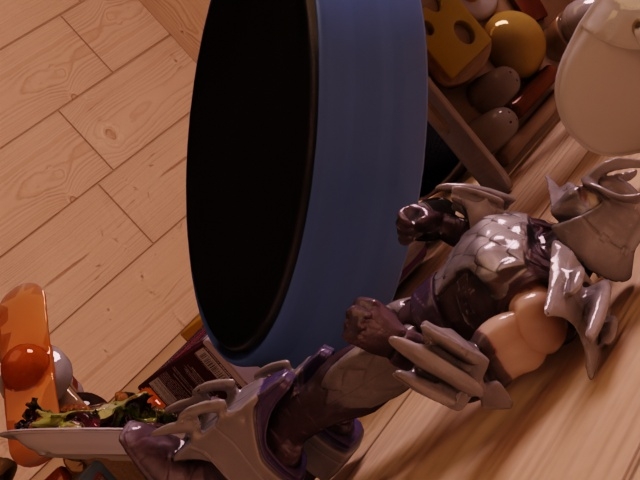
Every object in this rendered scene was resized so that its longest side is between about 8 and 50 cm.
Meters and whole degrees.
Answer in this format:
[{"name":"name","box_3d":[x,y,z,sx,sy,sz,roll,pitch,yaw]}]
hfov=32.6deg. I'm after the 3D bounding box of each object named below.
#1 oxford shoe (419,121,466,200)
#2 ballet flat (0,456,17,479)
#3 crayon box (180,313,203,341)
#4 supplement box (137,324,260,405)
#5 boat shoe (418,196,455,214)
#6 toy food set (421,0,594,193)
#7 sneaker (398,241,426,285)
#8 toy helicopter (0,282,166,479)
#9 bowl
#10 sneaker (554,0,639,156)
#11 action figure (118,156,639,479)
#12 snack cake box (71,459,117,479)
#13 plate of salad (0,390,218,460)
[{"name":"oxford shoe","box_3d":[0.179,-0.204,1.212,0.133,0.130,0.363,-65,-6,-62]},{"name":"ballet flat","box_3d":[-0.279,0.278,0.885,0.073,0.232,0.080,-1,-31,-11]},{"name":"crayon box","box_3d":[-0.065,0.066,1.475,0.202,0.081,0.318,-46,5,-34]},{"name":"supplement box","box_3d":[-0.113,0.132,1.285,0.130,0.073,0.239,-44,5,-33]},{"name":"boat shoe","box_3d":[0.089,-0.010,1.074,0.040,0.049,0.142,-24,-2,-22]},{"name":"toy food set","box_3d":[0.176,-0.208,1.038,0.306,0.219,0.092,-45,7,-38]},{"name":"sneaker","box_3d":[0.000,0.000,1.029,0.114,0.152,0.305,-41,5,-20]},{"name":"toy helicopter","box_3d":[-0.274,0.114,1.003,0.140,0.355,0.235,-43,-13,-11]},{"name":"bowl","box_3d":[-0.032,-0.080,0.885,0.077,0.391,0.391,3,-15,-21]},{"name":"sneaker","box_3d":[0.221,-0.127,0.532,0.290,0.106,0.123,-38,3,37]},{"name":"action figure","box_3d":[0.042,0.047,0.535,0.285,0.099,0.185,-37,1,24]},{"name":"snack cake box","box_3d":[-0.196,0.255,0.663,0.152,0.089,0.264,-40,5,10]},{"name":"plate of salad","box_3d":[-0.129,0.134,0.788,0.200,0.200,0.048,147,126,-68]}]
